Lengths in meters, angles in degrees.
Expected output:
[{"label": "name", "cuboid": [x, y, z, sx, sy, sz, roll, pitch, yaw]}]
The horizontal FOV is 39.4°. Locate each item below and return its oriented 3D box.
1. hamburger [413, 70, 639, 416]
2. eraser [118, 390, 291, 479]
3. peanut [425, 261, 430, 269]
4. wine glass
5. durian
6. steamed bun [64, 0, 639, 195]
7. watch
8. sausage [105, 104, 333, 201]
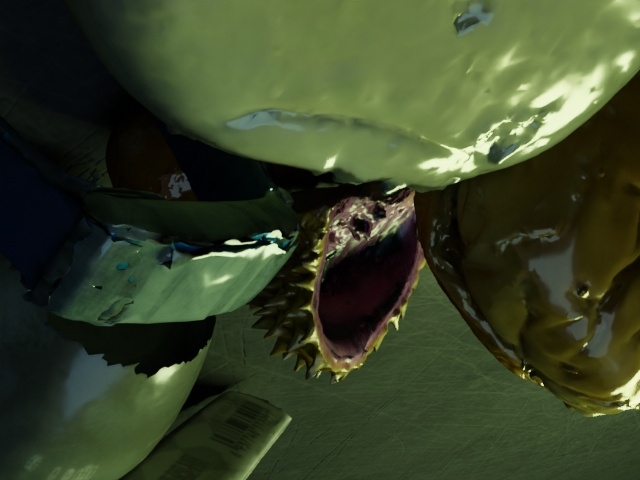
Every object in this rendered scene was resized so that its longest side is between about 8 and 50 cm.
[{"label": "hamburger", "cuboid": [0.220, -0.031, 0.678, 0.318, 0.158, 0.319, -5, 99, -32]}, {"label": "eraser", "cuboid": [-0.171, 0.263, 0.883, 0.213, 0.082, 0.397, -39, 177, 11]}, {"label": "peanut", "cuboid": [0.233, -0.038, 0.853, 0.305, 0.147, 0.147, -12, 143, -12]}, {"label": "wine glass", "cuboid": [-0.245, 0.113, 0.724, 0.238, 0.238, 0.323, 18, 127, -42]}, {"label": "durian", "cuboid": [-0.008, 0.011, 0.725, 0.260, 0.186, 0.154, -7, 115, -53]}, {"label": "steamed bun", "cuboid": [0.037, -0.204, 0.451, 0.334, 0.233, 0.312, 15, 128, -36]}, {"label": "watch", "cuboid": [-0.153, -0.080, 0.444, 0.276, 0.274, 0.068, 7, 133, -46]}, {"label": "sausage", "cuboid": [-0.028, -0.083, 0.684, 0.270, 0.109, 0.109, -14, 144, -13]}]
